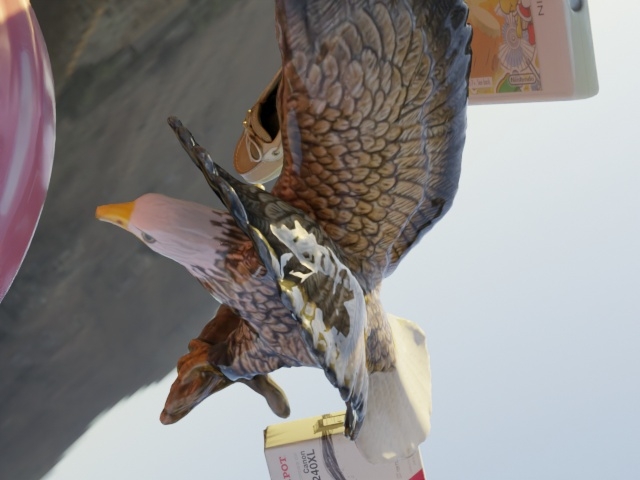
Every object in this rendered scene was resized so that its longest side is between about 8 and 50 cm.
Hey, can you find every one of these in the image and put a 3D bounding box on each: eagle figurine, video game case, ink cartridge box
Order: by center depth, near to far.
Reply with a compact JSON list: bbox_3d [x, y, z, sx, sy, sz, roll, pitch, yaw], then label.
[{"bbox_3d":[-0.010,0.000,0.724,0.225,0.226,0.298,-13,157,-30],"label":"eagle figurine"},{"bbox_3d":[0.093,-0.194,0.898,0.026,0.206,0.227,-14,-170,-27],"label":"video game case"},{"bbox_3d":[0.026,0.228,1.313,0.150,0.109,0.063,-12,-165,3],"label":"ink cartridge box"}]

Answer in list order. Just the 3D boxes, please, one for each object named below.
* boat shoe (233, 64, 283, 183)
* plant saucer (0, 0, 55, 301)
[{"bbox_3d":[-0.030,-0.098,0.990,0.048,0.056,0.153,5,146,-36],"label":"boat shoe"},{"bbox_3d":[-0.285,-0.049,0.572,0.332,0.332,0.084,-42,160,-11],"label":"plant saucer"}]
